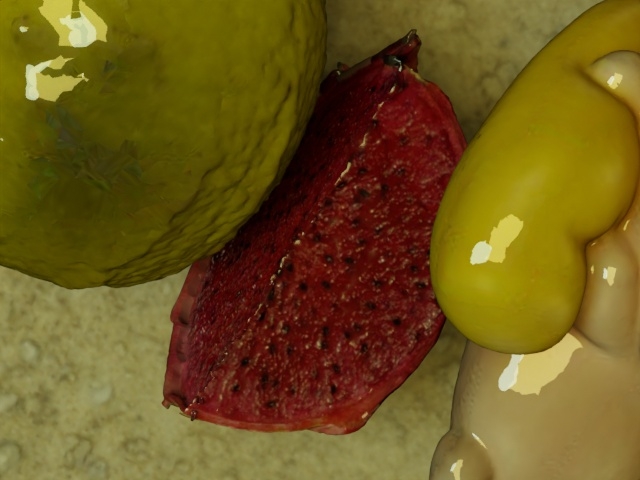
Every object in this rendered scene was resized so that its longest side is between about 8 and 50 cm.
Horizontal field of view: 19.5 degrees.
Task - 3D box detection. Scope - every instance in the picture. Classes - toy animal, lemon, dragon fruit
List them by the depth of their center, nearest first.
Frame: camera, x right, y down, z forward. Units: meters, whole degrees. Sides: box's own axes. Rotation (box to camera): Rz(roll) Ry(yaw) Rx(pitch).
[{"bbox_3d":[0.203,0.035,1.031,0.247,0.277,0.345,19,100,27],"label":"toy animal"},{"bbox_3d":[-0.125,-0.118,1.085,0.268,0.268,0.322,42,127,5],"label":"lemon"},{"bbox_3d":[0.006,0.004,1.175,0.126,0.161,0.274,32,88,-26],"label":"dragon fruit"}]
